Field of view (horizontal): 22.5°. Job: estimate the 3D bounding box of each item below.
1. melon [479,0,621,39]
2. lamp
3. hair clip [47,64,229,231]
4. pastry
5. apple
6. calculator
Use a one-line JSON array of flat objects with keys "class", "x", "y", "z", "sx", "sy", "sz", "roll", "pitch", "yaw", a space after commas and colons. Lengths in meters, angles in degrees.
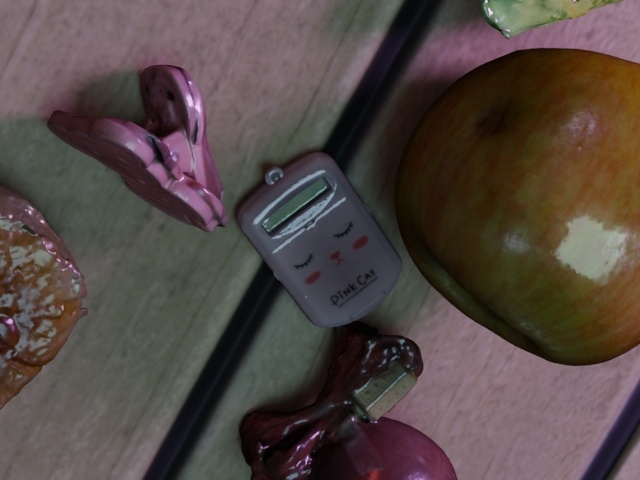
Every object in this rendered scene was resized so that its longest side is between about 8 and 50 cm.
[{"class": "melon", "x": 0.258, "y": -0.272, "z": 1.302, "sx": 0.323, "sy": 0.124, "sz": 0.196, "roll": -24, "pitch": 122, "yaw": -4}, {"class": "lamp", "x": 0.049, "y": 0.210, "z": 1.439, "sx": 0.215, "sy": 0.151, "sz": 0.223, "roll": -43, "pitch": 122, "yaw": -3}, {"class": "hair clip", "x": -0.136, "y": -0.057, "z": 1.247, "sx": 0.102, "sy": 0.123, "sz": 0.138, "roll": -30, "pitch": 122, "yaw": -31}, {"class": "pastry", "x": -0.286, "y": 0.045, "z": 1.238, "sx": 0.192, "sy": 0.093, "sz": 0.182, "roll": -44, "pitch": 123, "yaw": -3}, {"class": "apple", "x": 0.197, "y": -0.038, "z": 1.315, "sx": 0.264, "sy": 0.264, "sz": 0.264, "roll": -10, "pitch": 119, "yaw": -19}, {"class": "calculator", "x": 0.000, "y": 0.000, "z": 1.379, "sx": 0.100, "sy": 0.032, "sz": 0.175, "roll": -37, "pitch": 124, "yaw": -2}]
